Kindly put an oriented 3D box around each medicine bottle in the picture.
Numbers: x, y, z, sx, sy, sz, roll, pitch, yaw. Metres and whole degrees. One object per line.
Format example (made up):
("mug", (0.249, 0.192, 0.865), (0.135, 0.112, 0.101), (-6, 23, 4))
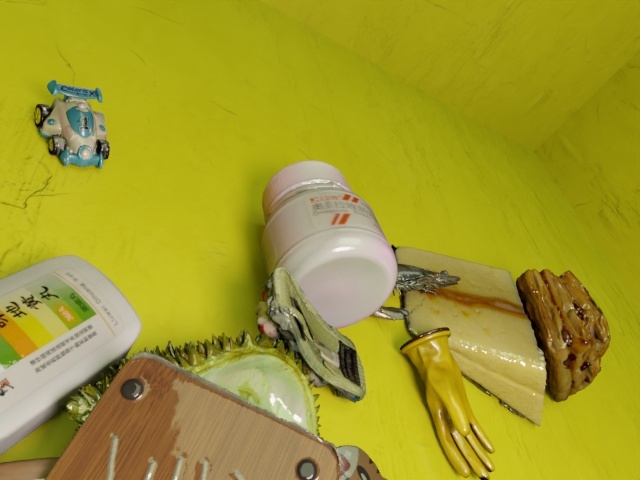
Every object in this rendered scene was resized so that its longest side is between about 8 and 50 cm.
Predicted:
("medicine bottle", (-0.392, 0.150, 0.612), (0.179, 0.124, 0.324), (44, 37, 5))
("medicine bottle", (0.000, 0.000, 1.025), (0.241, 0.241, 0.301), (16, 34, -29))

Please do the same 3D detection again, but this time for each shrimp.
("shrimp", (0.201, 0.120, 1.186), (0.296, 0.058, 0.169), (5, 50, -11))

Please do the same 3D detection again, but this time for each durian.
("durian", (-0.156, 0.232, 0.702), (0.394, 0.163, 0.198), (20, 56, -47))

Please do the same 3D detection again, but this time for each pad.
("pad", (-0.145, 0.292, 0.520), (0.284, 0.018, 0.286), (26, 55, 0))

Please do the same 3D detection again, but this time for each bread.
("bread", (0.617, 0.233, 1.282), (0.324, 0.167, 0.277), (60, 19, -44))
("bread", (0.355, 0.222, 1.290), (0.405, 0.242, 0.345), (7, 38, 12))

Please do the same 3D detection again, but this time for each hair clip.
("hair clip", (-0.023, 0.177, 0.878), (0.321, 0.091, 0.138), (55, 15, -40))

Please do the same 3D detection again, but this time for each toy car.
("toy car", (-0.468, -0.223, 0.976), (0.126, 0.098, 0.161), (-1, 50, -40))

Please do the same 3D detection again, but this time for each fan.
("fan", (0.029, 0.373, 0.839), (0.153, 0.008, 0.226), (-19, 66, -50))

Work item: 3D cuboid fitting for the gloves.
("gloves", (0.275, 0.336, 1.035), (0.133, 0.116, 0.294), (-2, 58, -34))

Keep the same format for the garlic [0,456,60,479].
("garlic", (-0.271, 0.310, 0.546), (0.318, 0.112, 0.143), (20, 57, -37))
